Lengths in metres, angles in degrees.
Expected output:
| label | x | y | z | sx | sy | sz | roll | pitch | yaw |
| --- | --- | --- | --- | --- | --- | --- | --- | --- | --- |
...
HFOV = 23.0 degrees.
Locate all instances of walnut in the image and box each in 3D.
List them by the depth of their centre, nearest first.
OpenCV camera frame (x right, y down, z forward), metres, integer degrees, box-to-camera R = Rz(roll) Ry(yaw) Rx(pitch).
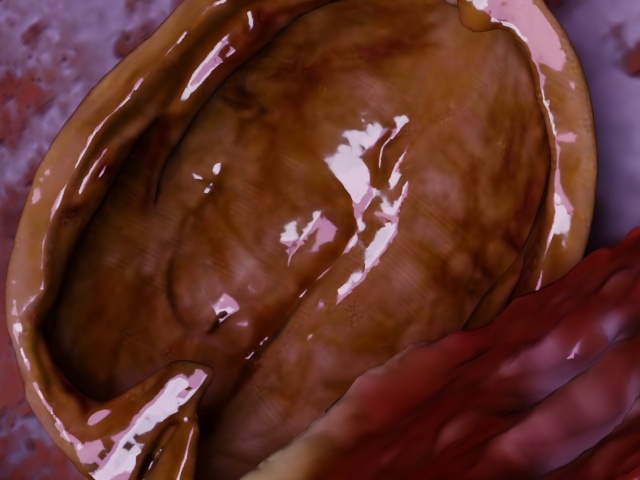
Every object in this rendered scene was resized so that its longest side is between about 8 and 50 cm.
| label | x | y | z | sx | sy | sz | roll | pitch | yaw |
| --- | --- | --- | --- | --- | --- | --- | --- | --- | --- |
| walnut | 0.002 | -0.001 | 0.523 | 0.167 | 0.087 | 0.211 | 43 | 97 | 9 |

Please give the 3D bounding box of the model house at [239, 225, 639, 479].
| label | x | y | z | sx | sy | sz | roll | pitch | yaw |
| --- | --- | --- | --- | --- | --- | --- | --- | --- | --- |
| model house | 0.091 | 0.115 | 0.418 | 0.254 | 0.160 | 0.196 | -29 | 105 | 16 |
